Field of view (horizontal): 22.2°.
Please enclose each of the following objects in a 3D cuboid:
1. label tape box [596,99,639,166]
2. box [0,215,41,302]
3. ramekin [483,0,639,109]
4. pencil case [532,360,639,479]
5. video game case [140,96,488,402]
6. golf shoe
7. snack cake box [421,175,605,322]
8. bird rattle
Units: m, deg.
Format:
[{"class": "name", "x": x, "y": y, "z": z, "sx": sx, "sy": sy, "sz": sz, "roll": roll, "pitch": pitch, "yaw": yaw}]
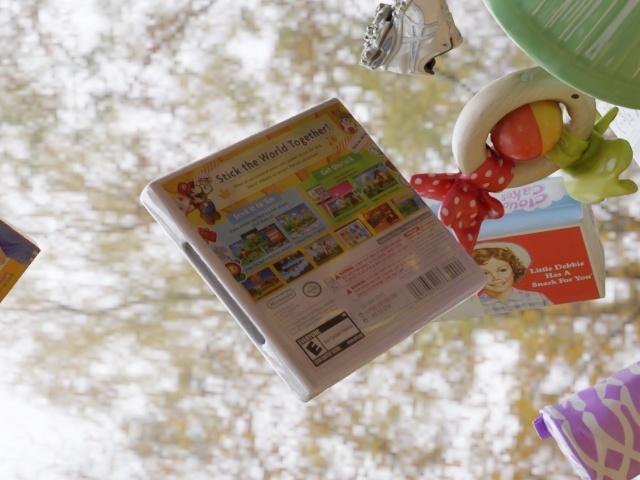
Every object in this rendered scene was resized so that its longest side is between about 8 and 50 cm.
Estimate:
[{"class": "label tape box", "x": 0.404, "y": -0.239, "z": 1.989, "sx": 0.106, "sy": 0.241, "sz": 0.334, "roll": -30, "pitch": -103, "yaw": -19}, {"class": "box", "x": -0.243, "y": -0.004, "z": 0.960, "sx": 0.136, "sy": 0.028, "sz": 0.081, "roll": 38, "pitch": -92, "yaw": -24}, {"class": "ramekin", "x": 0.314, "y": -0.295, "z": 1.656, "sx": 0.303, "sy": 0.148, "sz": 0.303, "roll": 16, "pitch": -131, "yaw": -20}, {"class": "pencil case", "x": 0.270, "y": 0.113, "z": 1.253, "sx": 0.206, "sy": 0.088, "sz": 0.086, "roll": -30, "pitch": -52, "yaw": -4}, {"class": "video game case", "x": 0.000, "y": 0.000, "z": 1.296, "sx": 0.227, "sy": 0.026, "sz": 0.206, "roll": -29, "pitch": -105, "yaw": -42}, {"class": "golf shoe", "x": 0.105, "y": -0.221, "z": 1.566, "sx": 0.086, "sy": 0.176, "sz": 0.069, "roll": 19, "pitch": -122, "yaw": -9}, {"class": "snack cake box", "x": 0.217, "y": 0.013, "z": 2.064, "sx": 0.089, "sy": 0.264, "sz": 0.152, "roll": -82, "pitch": -23, "yaw": -44}, {"class": "bird rattle", "x": 0.214, "y": -0.111, "z": 1.792, "sx": 0.207, "sy": 0.253, "sz": 0.143, "roll": 81, "pitch": 178, "yaw": -48}]
